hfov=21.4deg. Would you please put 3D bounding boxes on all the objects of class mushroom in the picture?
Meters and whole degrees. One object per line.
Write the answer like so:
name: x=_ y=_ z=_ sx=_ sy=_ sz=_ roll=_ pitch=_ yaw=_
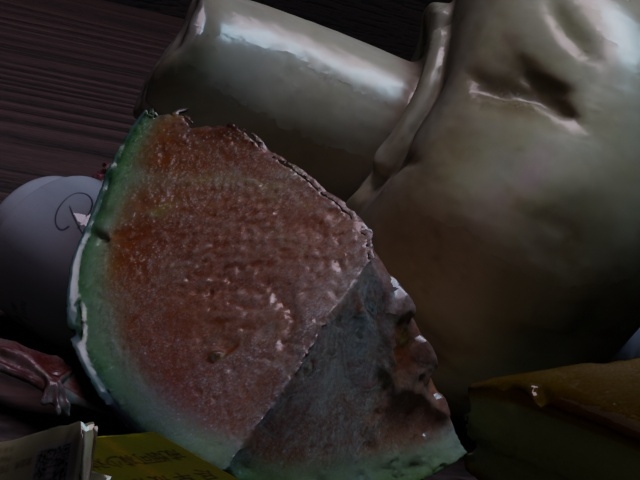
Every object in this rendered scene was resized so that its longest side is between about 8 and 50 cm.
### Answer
mushroom: x=0.063 y=-0.062 z=1.027 sx=0.336 sy=0.314 sz=0.314 roll=24 pitch=10 yaw=-7

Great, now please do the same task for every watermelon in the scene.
watermelon: x=-0.053 y=0.052 z=0.841 sx=0.146 sy=0.128 sz=0.231 roll=-30 pitch=51 yaw=-30

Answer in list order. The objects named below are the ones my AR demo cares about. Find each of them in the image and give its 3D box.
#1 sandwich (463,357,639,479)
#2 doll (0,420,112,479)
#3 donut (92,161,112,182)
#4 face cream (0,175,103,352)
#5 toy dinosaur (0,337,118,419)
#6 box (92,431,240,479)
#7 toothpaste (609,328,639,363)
sandwich: x=0.190 y=0.122 z=0.841 sx=0.244 sy=0.090 sz=0.088 roll=20 pitch=29 yaw=36
doll: x=-0.175 y=0.073 z=0.539 sx=0.221 sy=0.105 sz=0.115 roll=17 pitch=48 yaw=3
donut: x=-0.110 y=-0.017 z=1.179 sx=0.117 sy=0.065 sz=0.166 roll=18 pitch=11 yaw=22
face cream: x=-0.132 y=0.015 z=0.931 sx=0.095 sy=0.091 sz=0.091 roll=35 pitch=21 yaw=36
toy dinosaur: x=-0.184 y=0.054 z=0.800 sx=0.220 sy=0.032 sz=0.108 roll=18 pitch=8 yaw=-18
box: x=-0.043 y=0.127 z=0.659 sx=0.193 sy=0.030 sz=0.121 roll=25 pitch=14 yaw=36
toothpaste: x=0.153 y=0.055 z=1.232 sx=0.125 sy=0.079 sz=0.371 roll=-2 pitch=12 yaw=-38
